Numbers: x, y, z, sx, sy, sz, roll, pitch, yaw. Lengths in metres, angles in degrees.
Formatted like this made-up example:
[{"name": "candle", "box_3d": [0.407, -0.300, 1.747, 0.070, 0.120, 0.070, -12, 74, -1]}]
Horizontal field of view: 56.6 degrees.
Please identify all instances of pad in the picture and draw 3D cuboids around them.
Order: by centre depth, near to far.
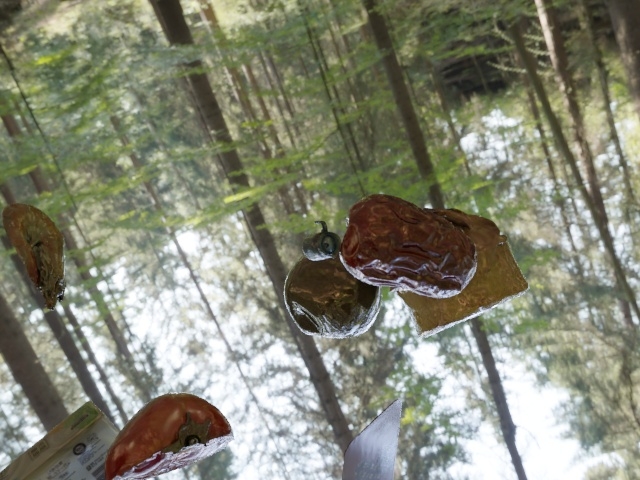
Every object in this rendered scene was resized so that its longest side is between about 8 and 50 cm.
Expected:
[{"name": "pad", "box_3d": [0.090, 0.428, 1.086, 0.004, 0.267, 0.181, 22, -148, 35]}]

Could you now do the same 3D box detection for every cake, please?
[{"name": "cake", "box_3d": [0.326, 0.054, 1.531, 0.332, 0.321, 0.332, -23, 170, -4]}]

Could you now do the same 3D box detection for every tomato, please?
[{"name": "tomato", "box_3d": [-0.198, 0.242, 0.753, 0.159, 0.091, 0.139, -9, 152, -39]}]

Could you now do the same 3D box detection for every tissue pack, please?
[{"name": "tissue pack", "box_3d": [-0.482, 0.427, 1.112, 0.229, 0.159, 0.145, -41, -148, -26]}]

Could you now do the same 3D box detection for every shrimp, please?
[{"name": "shrimp", "box_3d": [-0.410, 0.022, 0.863, 0.042, 0.190, 0.101, -35, 153, 15]}]

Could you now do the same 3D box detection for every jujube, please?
[{"name": "jujube", "box_3d": [0.145, 0.014, 1.005, 0.230, 0.155, 0.155, 20, -168, -7]}]

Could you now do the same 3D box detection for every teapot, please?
[{"name": "teapot", "box_3d": [0.004, 0.002, 1.033, 0.049, 0.063, 0.083, 17, 168, -21]}]

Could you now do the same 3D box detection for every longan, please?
[{"name": "longan", "box_3d": [0.042, 0.148, 1.711, 0.288, 0.288, 0.350, -27, -167, -21]}]
